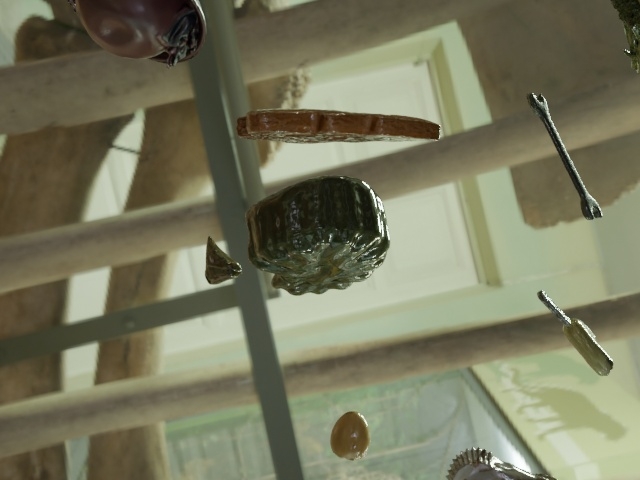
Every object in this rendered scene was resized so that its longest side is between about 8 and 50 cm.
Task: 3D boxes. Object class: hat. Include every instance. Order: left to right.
[{"bbox_3d":[-0.248,-0.292,1.116,0.205,0.205,0.089,81,29,-54],"label":"hat"}]

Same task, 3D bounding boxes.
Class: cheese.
[{"bbox_3d":[0.590,0.207,2.039,0.235,0.050,0.127,44,18,-8],"label":"cheese"}]

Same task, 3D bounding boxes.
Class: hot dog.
[{"bbox_3d":[0.226,0.303,0.963,0.053,0.192,0.099,-19,133,-84],"label":"hot dog"}]

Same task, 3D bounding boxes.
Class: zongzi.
[{"bbox_3d":[-0.157,0.025,1.399,0.076,0.040,0.083,-19,-112,49],"label":"zongzi"}]

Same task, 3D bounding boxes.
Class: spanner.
[{"bbox_3d":[0.427,-0.148,1.525,0.054,0.015,0.255,-30,94,-47],"label":"spanner"}]

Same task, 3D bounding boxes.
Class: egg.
[{"bbox_3d":[0.059,0.381,1.704,0.080,0.080,0.097,99,-2,-84],"label":"egg"}]

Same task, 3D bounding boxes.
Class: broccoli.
[{"bbox_3d":[0.421,-0.269,1.053,0.162,0.145,0.138,-68,169,-61],"label":"broccoli"}]

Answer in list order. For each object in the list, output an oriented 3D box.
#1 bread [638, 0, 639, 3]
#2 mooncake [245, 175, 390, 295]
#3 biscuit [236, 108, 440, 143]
[{"bbox_3d":[0.499,-0.319,0.847,0.239,0.395,0.264,8,-33,47],"label":"bread"},{"bbox_3d":[0.000,0.000,2.066,0.351,0.351,0.187,81,-2,-61],"label":"mooncake"},{"bbox_3d":[0.027,-0.173,1.310,0.284,0.306,0.043,-15,107,-80],"label":"biscuit"}]
